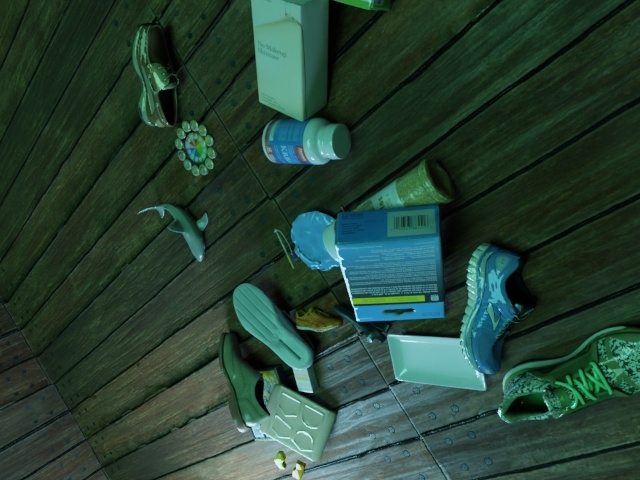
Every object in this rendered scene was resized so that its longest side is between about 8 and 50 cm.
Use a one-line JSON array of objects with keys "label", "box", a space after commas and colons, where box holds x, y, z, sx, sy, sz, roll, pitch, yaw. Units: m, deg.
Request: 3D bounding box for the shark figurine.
[{"label": "shark figurine", "box": [-0.496, -0.063, 2.004, 0.278, 0.116, 0.166, 40, 126, 16]}]

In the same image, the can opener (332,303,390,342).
[{"label": "can opener", "box": [0.114, 0.237, 1.701, 0.186, 0.073, 0.059, 25, 160, 31]}]

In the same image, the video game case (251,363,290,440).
[{"label": "video game case", "box": [-0.186, 0.574, 2.067, 0.248, 0.035, 0.274, -16, 97, 40]}]

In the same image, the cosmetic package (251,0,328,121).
[{"label": "cosmetic package", "box": [-0.072, -0.472, 1.457, 0.160, 0.113, 0.309, 29, 143, 26]}]

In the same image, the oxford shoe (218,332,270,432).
[{"label": "oxford shoe", "box": [-0.253, 0.462, 1.998, 0.130, 0.123, 0.348, -25, 64, 10]}]

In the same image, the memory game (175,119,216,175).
[{"label": "memory game", "box": [-0.406, -0.300, 1.905, 0.186, 0.012, 0.186, 15, 116, 33]}]

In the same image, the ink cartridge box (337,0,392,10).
[{"label": "ink cartridge box", "box": [0.088, -0.672, 1.329, 0.189, 0.097, 0.255, 28, 121, 27]}]

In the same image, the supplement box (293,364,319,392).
[{"label": "supplement box", "box": [-0.049, 0.439, 1.907, 0.062, 0.036, 0.098, -5, 104, 38]}]

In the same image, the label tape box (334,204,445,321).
[{"label": "label tape box", "box": [0.182, 0.066, 1.458, 0.241, 0.106, 0.333, -4, 141, 11]}]

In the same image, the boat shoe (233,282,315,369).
[{"label": "boat shoe", "box": [-0.148, 0.274, 1.860, 0.121, 0.119, 0.335, -43, 80, 4]}]

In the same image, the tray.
[{"label": "tray", "box": [0.313, 0.321, 1.590, 0.270, 0.030, 0.145, -3, 106, 38]}]

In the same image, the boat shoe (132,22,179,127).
[{"label": "boat shoe", "box": [-0.495, -0.506, 1.834, 0.120, 0.122, 0.324, 21, 127, 24]}]

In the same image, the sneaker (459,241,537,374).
[{"label": "sneaker", "box": [0.422, 0.175, 1.386, 0.147, 0.130, 0.330, 13, 115, 36]}]

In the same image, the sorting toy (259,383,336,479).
[{"label": "sorting toy", "box": [-0.089, 0.644, 1.973, 0.229, 0.041, 0.307, 22, 112, 13]}]

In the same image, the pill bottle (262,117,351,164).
[{"label": "pill bottle", "box": [-0.036, -0.264, 1.563, 0.222, 0.124, 0.124, 6, 111, 36]}]

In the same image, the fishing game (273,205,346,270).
[{"label": "fishing game", "box": [0.000, 0.000, 1.698, 0.264, 0.041, 0.189, -22, 101, 35]}]

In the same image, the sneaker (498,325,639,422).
[{"label": "sneaker", "box": [0.566, 0.328, 1.300, 0.410, 0.182, 0.158, -38, 82, 40]}]

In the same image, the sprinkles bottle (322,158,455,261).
[{"label": "sprinkles bottle", "box": [0.163, -0.066, 1.480, 0.355, 0.121, 0.121, -34, 85, 37]}]

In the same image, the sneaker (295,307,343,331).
[{"label": "sneaker", "box": [-0.009, 0.239, 1.784, 0.175, 0.064, 0.067, -2, 96, 35]}]
